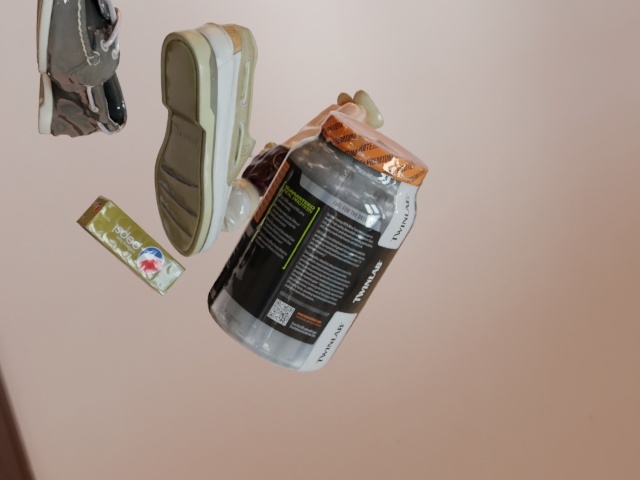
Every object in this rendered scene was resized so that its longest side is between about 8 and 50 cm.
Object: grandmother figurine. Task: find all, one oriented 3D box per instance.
[{"bbox_3d":[-0.051,-0.129,1.747,0.342,0.104,0.208,-37,-169,-21],"label":"grandmother figurine"}]

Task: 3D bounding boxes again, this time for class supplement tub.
[{"bbox_3d":[0.000,0.000,1.402,0.193,0.316,0.193,29,-166,-8],"label":"supplement tub"}]

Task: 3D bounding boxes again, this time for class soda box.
[{"bbox_3d":[-0.308,0.009,1.717,0.061,0.181,0.058,-50,-152,-11],"label":"soda box"}]

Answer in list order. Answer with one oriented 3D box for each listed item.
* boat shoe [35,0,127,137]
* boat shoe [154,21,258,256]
[{"bbox_3d":[-0.226,-0.186,1.027,0.095,0.112,0.335,3,165,-14],"label":"boat shoe"},{"bbox_3d":[-0.128,-0.114,1.258,0.103,0.302,0.113,-23,-132,-36],"label":"boat shoe"}]
